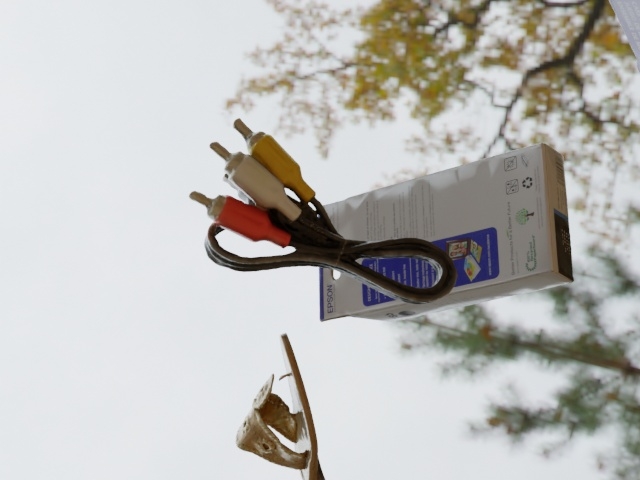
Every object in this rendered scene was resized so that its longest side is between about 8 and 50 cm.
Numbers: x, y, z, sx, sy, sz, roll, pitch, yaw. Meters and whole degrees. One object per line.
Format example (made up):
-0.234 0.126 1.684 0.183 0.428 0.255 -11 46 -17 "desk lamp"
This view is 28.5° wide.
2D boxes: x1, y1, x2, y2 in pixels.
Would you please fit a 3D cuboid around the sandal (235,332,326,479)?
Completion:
-0.044 0.203 1.266 0.079 0.088 0.240 -17 -51 -6 "sandal"

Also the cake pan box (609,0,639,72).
0.329 -0.170 0.867 0.246 0.070 0.267 -39 -67 -16 "cake pan box"

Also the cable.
0.000 0.000 1.276 0.287 0.072 0.139 29 -110 0 "cable"

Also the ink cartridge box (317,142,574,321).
0.146 0.001 1.557 0.065 0.332 0.165 24 -120 -51 "ink cartridge box"
